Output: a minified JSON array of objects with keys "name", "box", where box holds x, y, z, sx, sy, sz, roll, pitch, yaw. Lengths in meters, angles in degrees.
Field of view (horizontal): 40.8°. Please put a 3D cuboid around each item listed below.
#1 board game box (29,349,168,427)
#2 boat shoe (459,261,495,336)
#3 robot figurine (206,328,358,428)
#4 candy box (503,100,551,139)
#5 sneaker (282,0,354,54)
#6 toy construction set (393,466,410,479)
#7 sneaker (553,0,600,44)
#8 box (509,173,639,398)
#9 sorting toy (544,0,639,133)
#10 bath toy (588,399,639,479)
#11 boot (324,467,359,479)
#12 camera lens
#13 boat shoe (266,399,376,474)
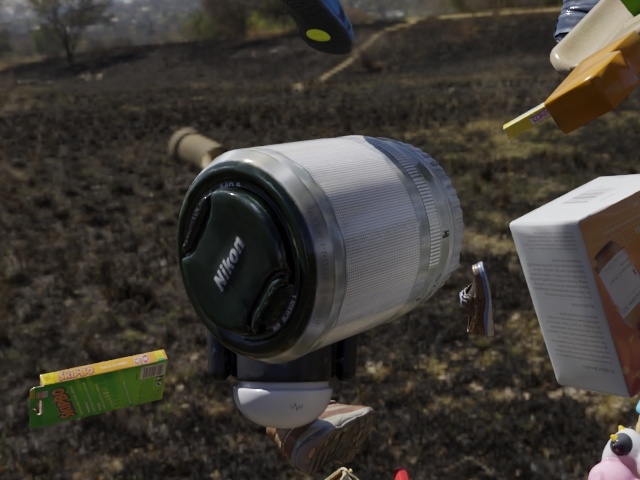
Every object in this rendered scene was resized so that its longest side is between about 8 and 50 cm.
[{"name":"board game box","box":[-0.424,0.284,1.641,0.259,0.124,0.039,-11,47,-29]},{"name":"boat shoe","box":[0.328,0.129,1.811,0.066,0.183,0.066,-6,28,10]},{"name":"robot figurine","box":[-0.062,0.172,1.434,0.209,0.278,0.173,-3,-8,27]},{"name":"candy box","box":[0.387,-0.222,1.367,0.206,0.027,0.105,-29,4,15]},{"name":"sneaker","box":[-0.003,-0.302,1.045,0.069,0.082,0.209,4,-18,23]},{"name":"toy construction set","box":[0.103,0.532,1.273,0.257,0.309,0.237,2,24,-6]},{"name":"sneaker","box":[0.451,-0.306,1.239,0.226,0.163,0.086,15,-6,26]},{"name":"box","box":[0.274,0.038,0.802,0.130,0.170,0.091,-25,12,-26]},{"name":"sorting toy","box":[0.230,-0.168,0.461,0.229,0.041,0.307,-29,10,45]},{"name":"bath toy","box":[0.510,0.403,1.426,0.151,0.129,0.348,-11,17,46]},{"name":"boot","box":[0.124,0.585,1.900,0.262,0.203,0.095,-30,20,47]},{"name":"camera lens","box":[0.000,0.000,0.937,0.219,0.219,0.274,9,16,40]},{"name":"boat shoe","box":[0.007,0.344,1.601,0.116,0.123,0.324,29,3,24]}]
